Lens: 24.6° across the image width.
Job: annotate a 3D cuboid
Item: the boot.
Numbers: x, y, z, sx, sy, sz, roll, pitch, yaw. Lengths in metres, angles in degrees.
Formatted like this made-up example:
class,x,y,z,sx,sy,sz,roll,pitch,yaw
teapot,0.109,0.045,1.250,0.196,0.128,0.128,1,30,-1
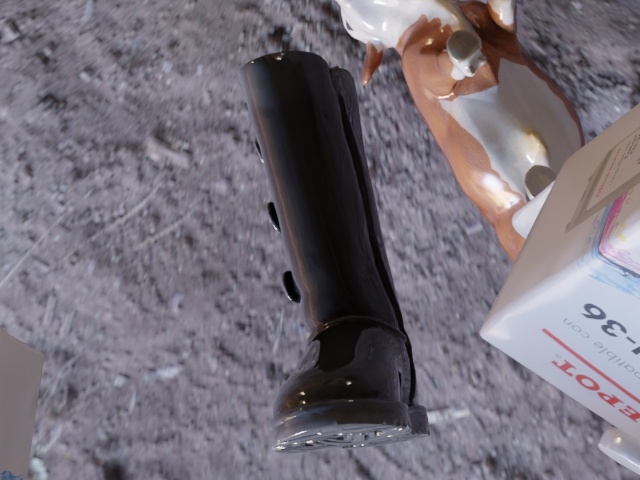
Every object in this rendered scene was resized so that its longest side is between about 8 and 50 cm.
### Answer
class,x,y,z,sx,sy,sz,roll,pitch,yaw
boot,0.000,0.000,1.599,0.146,0.367,0.445,-11,80,9

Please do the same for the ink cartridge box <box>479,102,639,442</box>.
class,x,y,z,sx,sy,sz,roll,pitch,yaw
ink cartridge box,0.121,0.013,0.357,0.115,0.198,0.067,34,64,-5

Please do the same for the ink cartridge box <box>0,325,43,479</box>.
class,x,y,z,sx,sy,sz,roll,pitch,yaw
ink cartridge box,-0.289,0.153,0.866,0.171,0.168,0.233,-3,68,17

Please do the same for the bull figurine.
class,x,y,z,sx,sy,sz,roll,pitch,yaw
bull figurine,0.122,-0.095,1.038,0.101,0.188,0.310,-36,87,-8

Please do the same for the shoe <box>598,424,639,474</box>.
class,x,y,z,sx,sy,sz,roll,pitch,yaw
shoe,0.254,0.132,0.952,0.178,0.063,0.081,30,88,-36
